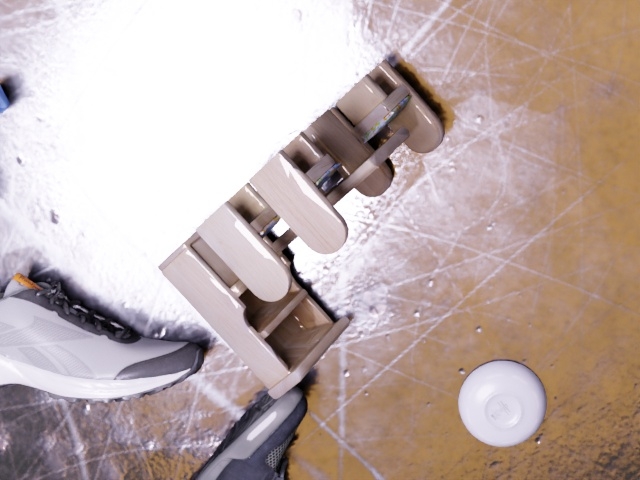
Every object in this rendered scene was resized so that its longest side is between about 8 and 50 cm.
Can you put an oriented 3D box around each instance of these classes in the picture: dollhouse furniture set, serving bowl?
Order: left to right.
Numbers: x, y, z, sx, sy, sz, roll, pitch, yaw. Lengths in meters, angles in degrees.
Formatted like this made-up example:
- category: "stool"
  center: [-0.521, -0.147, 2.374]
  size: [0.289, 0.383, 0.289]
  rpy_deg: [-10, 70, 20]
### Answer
- category: "dollhouse furniture set"
  center: [0.000, 0.000, 1.460]
  size: [0.161, 0.212, 0.242]
  rpy_deg: [48, 128, -2]
- category: "serving bowl"
  center: [0.170, 0.156, 1.558]
  size: [0.083, 0.027, 0.083]
  rpy_deg: [1, 101, 6]

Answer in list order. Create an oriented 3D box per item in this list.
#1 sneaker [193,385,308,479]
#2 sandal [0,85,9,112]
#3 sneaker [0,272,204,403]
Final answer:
- category: "sneaker"
  center: [-0.054, 0.244, 1.569]
  size: [0.130, 0.087, 0.227]
  rpy_deg: [33, 105, -3]
- category: "sandal"
  center: [-0.374, -0.045, 1.531]
  size: [0.138, 0.126, 0.317]
  rpy_deg: [13, 103, -1]
- category: "sneaker"
  center: [-0.243, 0.090, 1.553]
  size: [0.272, 0.100, 0.108]
  rpy_deg: [7, 96, 5]
